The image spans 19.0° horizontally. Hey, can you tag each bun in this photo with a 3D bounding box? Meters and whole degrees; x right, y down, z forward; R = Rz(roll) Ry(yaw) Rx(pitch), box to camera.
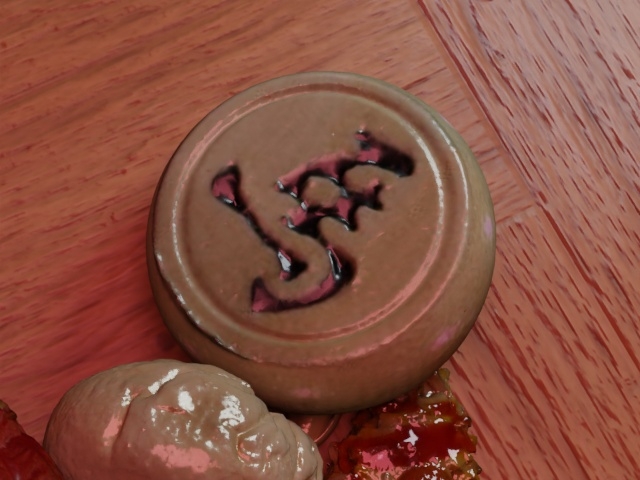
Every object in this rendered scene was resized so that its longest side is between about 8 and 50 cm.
[{"bbox_3d":[-0.090,0.140,1.295,0.188,0.164,0.111,9,72,13],"label":"bun"}]

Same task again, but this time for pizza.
[{"bbox_3d":[0.063,0.161,1.365,0.188,0.062,0.199,3,70,-9],"label":"pizza"}]

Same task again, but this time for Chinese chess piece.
[{"bbox_3d":[0.000,0.000,1.363,0.250,0.101,0.250,-3,66,8],"label":"Chinese chess piece"}]

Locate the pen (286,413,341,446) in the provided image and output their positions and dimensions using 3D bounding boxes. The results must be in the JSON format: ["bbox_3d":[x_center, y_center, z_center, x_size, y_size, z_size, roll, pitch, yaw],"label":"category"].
[{"bbox_3d":[0.018,0.049,1.410,0.040,0.032,0.233,12,70,12],"label":"pen"}]

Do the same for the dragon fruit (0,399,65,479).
[{"bbox_3d":[-0.268,0.231,1.186,0.277,0.277,0.342,-15,61,-12],"label":"dragon fruit"}]
